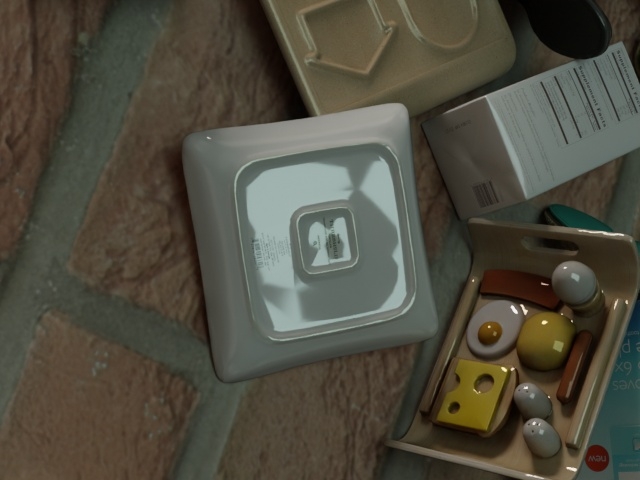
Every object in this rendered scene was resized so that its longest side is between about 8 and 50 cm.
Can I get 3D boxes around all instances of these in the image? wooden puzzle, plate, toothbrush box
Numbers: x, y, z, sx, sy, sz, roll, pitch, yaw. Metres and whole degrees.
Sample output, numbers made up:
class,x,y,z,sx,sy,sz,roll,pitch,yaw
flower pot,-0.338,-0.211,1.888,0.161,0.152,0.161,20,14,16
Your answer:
class,x,y,z,sx,sy,sz,roll,pitch,yaw
wooden puzzle,0.052,-0.311,1.593,0.322,0.080,0.348,-26,100,-31
plate,0.000,0.000,1.477,0.278,0.045,0.277,-10,96,-22
toothbrush box,0.361,0.223,1.586,0.126,0.216,0.296,6,79,-54

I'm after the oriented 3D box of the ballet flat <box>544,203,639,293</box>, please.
class,x,y,z,sx,sy,sz,roll,pitch,yaw
ballet flat,0.356,0.020,1.668,0.073,0.206,0.067,-12,120,-37

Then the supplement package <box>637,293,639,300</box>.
class,x,y,z,sx,sy,sz,roll,pitch,yaw
supplement package,0.539,0.098,1.751,0.293,0.177,0.175,-8,85,-32

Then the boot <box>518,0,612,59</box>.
class,x,y,z,sx,sy,sz,roll,pitch,yaw
boot,0.351,-0.330,1.699,0.229,0.091,0.263,-12,44,-28

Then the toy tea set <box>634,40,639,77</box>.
class,x,y,z,sx,sy,sz,roll,pitch,yaw
toy tea set,0.547,-0.224,1.801,0.200,0.124,0.336,-32,98,2

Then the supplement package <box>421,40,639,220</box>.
class,x,y,z,sx,sy,sz,roll,pitch,yaw
supplement package,0.275,-0.136,1.655,0.244,0.139,0.134,-24,93,-31

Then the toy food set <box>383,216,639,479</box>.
class,x,y,z,sx,sy,sz,roll,pitch,yaw
toy food set,0.216,0.120,1.519,0.092,0.219,0.306,49,58,-46
